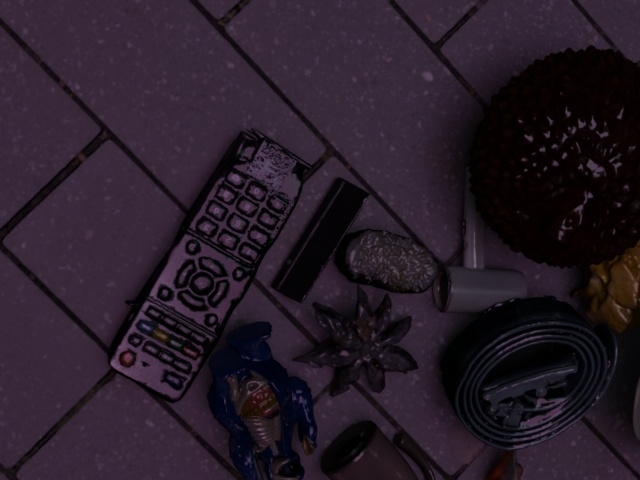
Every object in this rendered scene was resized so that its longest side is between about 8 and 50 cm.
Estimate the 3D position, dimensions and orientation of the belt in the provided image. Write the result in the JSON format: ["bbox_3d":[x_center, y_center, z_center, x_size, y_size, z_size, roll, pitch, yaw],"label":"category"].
[{"bbox_3d":[0.315,0.194,1.665,0.267,0.116,0.206,-29,113,3],"label":"belt"}]

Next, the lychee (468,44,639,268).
[{"bbox_3d":[0.358,-0.118,1.602,0.306,0.306,0.330,27,43,-12],"label":"lychee"}]

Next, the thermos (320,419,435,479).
[{"bbox_3d":[0.109,0.360,1.673,0.193,0.105,0.137,48,51,-13],"label":"thermos"}]

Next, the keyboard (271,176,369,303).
[{"bbox_3d":[0.000,0.000,1.658,0.060,0.018,0.196,30,85,22],"label":"keyboard"}]

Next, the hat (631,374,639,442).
[{"bbox_3d":[0.575,0.199,1.671,0.168,0.257,0.302,15,97,30],"label":"hat"}]

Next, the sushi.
[{"bbox_3d":[0.099,0.031,1.663,0.150,0.078,0.091,12,83,-11],"label":"sushi"}]

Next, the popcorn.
[{"bbox_3d":[0.462,0.062,1.713,0.152,0.148,0.167,5,80,9],"label":"popcorn"}]

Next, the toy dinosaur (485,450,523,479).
[{"bbox_3d":[0.279,0.396,1.699,0.055,0.101,0.280,9,69,3],"label":"toy dinosaur"}]

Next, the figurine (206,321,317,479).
[{"bbox_3d":[-0.090,0.251,1.618,0.164,0.120,0.262,-24,108,-43],"label":"figurine"}]

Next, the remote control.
[{"bbox_3d":[-0.164,0.032,1.614,0.144,0.062,0.399,32,87,-11],"label":"remote control"}]

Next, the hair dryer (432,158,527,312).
[{"bbox_3d":[0.243,-0.007,1.710,0.131,0.073,0.237,2,83,-14],"label":"hair dryer"}]

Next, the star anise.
[{"bbox_3d":[0.058,0.159,1.657,0.180,0.061,0.204,-36,118,-1],"label":"star anise"}]
